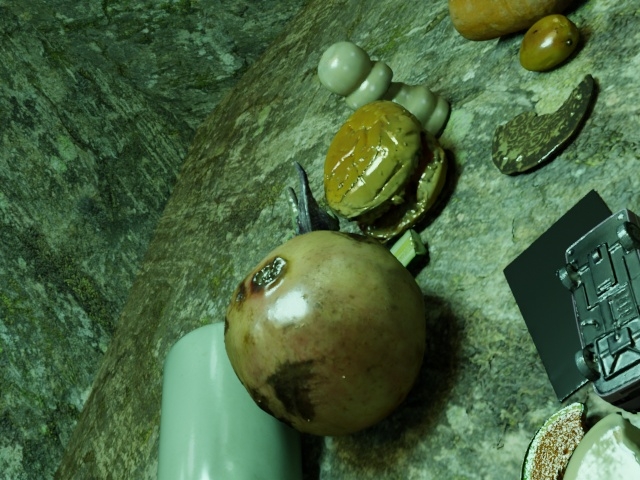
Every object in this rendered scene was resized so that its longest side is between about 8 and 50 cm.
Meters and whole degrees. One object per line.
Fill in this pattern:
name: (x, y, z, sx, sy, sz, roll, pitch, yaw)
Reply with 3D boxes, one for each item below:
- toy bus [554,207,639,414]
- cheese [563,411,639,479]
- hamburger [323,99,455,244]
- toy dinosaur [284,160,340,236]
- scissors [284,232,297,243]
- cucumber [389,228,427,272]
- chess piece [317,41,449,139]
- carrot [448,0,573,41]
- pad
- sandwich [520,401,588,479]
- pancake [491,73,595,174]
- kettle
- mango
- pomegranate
toy bus: (0.312, 0.072, 0.710, 0.096, 0.108, 0.199, -46, 25, 38)
cheese: (0.257, 0.280, 0.619, 0.249, 0.070, 0.163, -62, 22, -6)
hamburger: (0.112, -0.127, 1.302, 0.244, 0.163, 0.245, -36, 31, 26)
toy dinosaur: (0.007, -0.002, 1.317, 0.077, 0.294, 0.162, -32, 4, 5)
scissors: (-0.057, 0.020, 1.687, 0.133, 0.020, 0.187, -48, 22, 34)
cucumber: (0.138, 0.040, 1.226, 0.107, 0.035, 0.067, -51, 34, 34)
chess piece: (0.114, -0.289, 1.399, 0.143, 0.260, 0.143, -45, 23, 26)
carrot: (0.355, -0.429, 1.253, 0.225, 0.159, 0.159, 23, 82, 55)
pad: (0.313, 0.056, 0.870, 0.170, 0.006, 0.246, -48, 24, 25)
sandwich: (0.247, 0.233, 0.752, 0.067, 0.029, 0.135, -1, 60, 58)
pancake: (0.334, -0.179, 1.108, 0.184, 0.020, 0.190, -58, 23, 5)
kettle: (-0.161, 0.390, 1.199, 0.377, 0.249, 0.361, -99, 24, -54)
mango: (0.364, -0.314, 1.160, 0.114, 0.060, 0.080, -10, 66, 60)
pomegranate: (0.008, 0.132, 1.076, 0.322, 0.322, 0.322, -46, 25, 29)
